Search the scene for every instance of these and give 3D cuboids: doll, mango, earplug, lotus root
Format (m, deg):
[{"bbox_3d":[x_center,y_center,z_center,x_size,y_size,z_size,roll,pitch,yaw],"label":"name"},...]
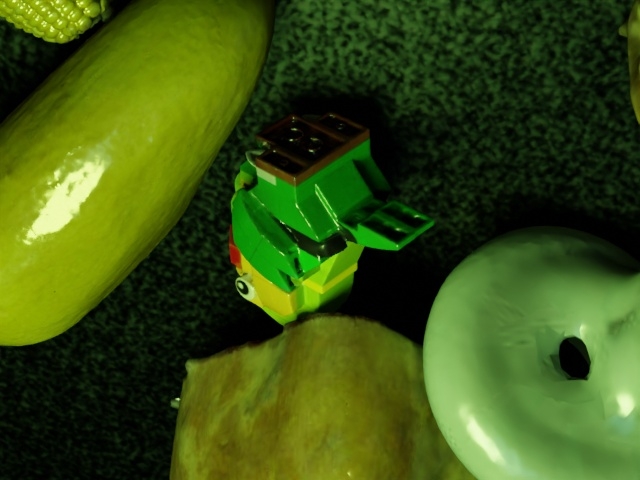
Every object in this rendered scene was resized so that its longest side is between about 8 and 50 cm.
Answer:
[{"bbox_3d":[-0.006,-0.006,1.406,0.134,0.106,0.186,46,145,10],"label":"doll"},{"bbox_3d":[-0.158,-0.051,1.344,0.142,0.195,0.331,40,122,-3],"label":"mango"},{"bbox_3d":[0.236,0.079,1.378,0.325,0.214,0.175,-7,163,7],"label":"earplug"},{"bbox_3d":[0.024,0.231,1.496,0.316,0.250,0.316,6,157,2],"label":"lotus root"}]

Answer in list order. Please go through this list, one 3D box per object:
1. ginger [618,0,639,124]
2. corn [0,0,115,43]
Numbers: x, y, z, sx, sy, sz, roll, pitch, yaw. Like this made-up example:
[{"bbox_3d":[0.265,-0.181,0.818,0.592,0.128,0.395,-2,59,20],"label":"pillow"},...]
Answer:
[{"bbox_3d":[0.320,-0.124,1.212,0.223,0.200,0.269,23,126,-11],"label":"ginger"},{"bbox_3d":[-0.238,-0.216,1.304,0.238,0.080,0.080,38,123,-22],"label":"corn"}]
